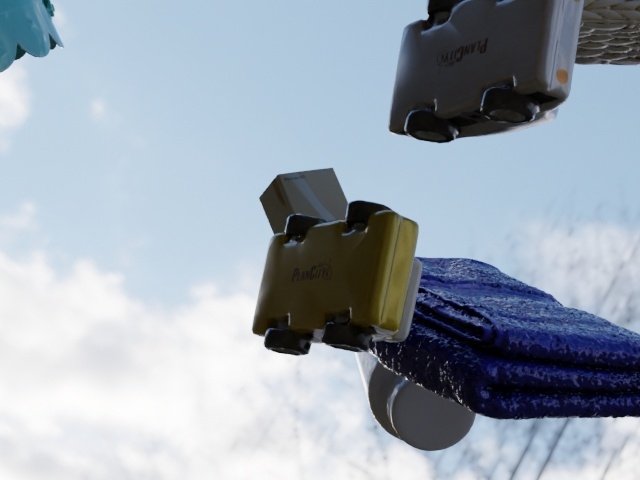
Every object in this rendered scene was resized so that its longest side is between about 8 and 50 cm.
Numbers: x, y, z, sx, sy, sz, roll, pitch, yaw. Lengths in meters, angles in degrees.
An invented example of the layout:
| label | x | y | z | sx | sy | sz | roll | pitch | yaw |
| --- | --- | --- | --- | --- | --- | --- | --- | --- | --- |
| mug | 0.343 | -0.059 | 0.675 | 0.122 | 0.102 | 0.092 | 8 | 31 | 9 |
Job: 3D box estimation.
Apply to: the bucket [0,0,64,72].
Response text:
| label | x | y | z | sx | sy | sz | roll | pitch | yaw |
| --- | --- | --- | --- | --- | --- | --- | --- | --- | --- |
| bucket | -0.385 | -0.216 | 1.580 | 0.281 | 0.281 | 0.183 | -8 | -76 | 44 |

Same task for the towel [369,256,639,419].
| label | x | y | z | sx | sy | sz | roll | pitch | yaw |
| --- | --- | --- | --- | --- | --- | --- | --- | --- | --- |
| towel | 0.143 | 0.069 | 1.483 | 0.308 | 0.228 | 0.076 | 27 | -67 | 60 |

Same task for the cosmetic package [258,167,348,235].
| label | x | y | z | sx | sy | sz | roll | pitch | yaw |
| --- | --- | --- | --- | --- | --- | --- | --- | --- | --- |
| cosmetic package | 0.000 | 0.000 | 1.464 | 0.041 | 0.060 | 0.115 | -49 | -121 | 50 |

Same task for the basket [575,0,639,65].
| label | x | y | z | sx | sy | sz | roll | pitch | yaw |
| --- | --- | --- | --- | --- | --- | --- | --- | --- | --- |
| basket | 0.184 | -0.194 | 1.346 | 0.167 | 0.103 | 0.113 | 1 | -13 | -6 |

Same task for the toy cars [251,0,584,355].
| label | x | y | z | sx | sy | sz | roll | pitch | yaw |
| --- | --- | --- | --- | --- | --- | --- | --- | --- | --- |
| toy cars | 0.076 | -0.039 | 1.215 | 0.087 | 0.176 | 0.393 | 16 | -53 | -25 |

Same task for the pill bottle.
| label | x | y | z | sx | sy | sz | roll | pitch | yaw |
| --- | --- | --- | --- | --- | --- | --- | --- | --- | --- |
| pill bottle | 0.099 | 0.128 | 1.792 | 0.117 | 0.215 | 0.117 | -2 | -70 | -5 |
